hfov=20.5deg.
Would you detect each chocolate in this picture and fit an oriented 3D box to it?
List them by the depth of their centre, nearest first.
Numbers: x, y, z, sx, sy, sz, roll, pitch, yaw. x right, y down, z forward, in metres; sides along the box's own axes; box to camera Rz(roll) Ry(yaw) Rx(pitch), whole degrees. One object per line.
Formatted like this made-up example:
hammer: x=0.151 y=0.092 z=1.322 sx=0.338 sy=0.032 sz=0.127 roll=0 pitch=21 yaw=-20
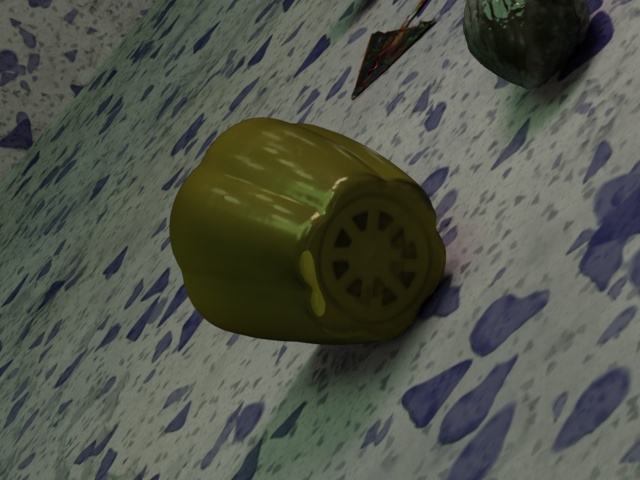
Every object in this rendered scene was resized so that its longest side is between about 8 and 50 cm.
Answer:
chocolate: x=0.174 y=-0.213 z=1.542 sx=0.110 sy=0.110 sz=0.248 roll=-46 pitch=20 yaw=19

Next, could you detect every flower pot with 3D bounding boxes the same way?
flower pot: x=0.000 y=0.000 z=1.441 sx=0.195 sy=0.195 sz=0.179 roll=-55 pitch=28 yaw=-12

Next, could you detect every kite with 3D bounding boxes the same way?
kite: x=0.078 y=-0.222 z=1.984 sx=0.159 sy=0.010 sz=0.190 roll=-54 pitch=17 yaw=-11
